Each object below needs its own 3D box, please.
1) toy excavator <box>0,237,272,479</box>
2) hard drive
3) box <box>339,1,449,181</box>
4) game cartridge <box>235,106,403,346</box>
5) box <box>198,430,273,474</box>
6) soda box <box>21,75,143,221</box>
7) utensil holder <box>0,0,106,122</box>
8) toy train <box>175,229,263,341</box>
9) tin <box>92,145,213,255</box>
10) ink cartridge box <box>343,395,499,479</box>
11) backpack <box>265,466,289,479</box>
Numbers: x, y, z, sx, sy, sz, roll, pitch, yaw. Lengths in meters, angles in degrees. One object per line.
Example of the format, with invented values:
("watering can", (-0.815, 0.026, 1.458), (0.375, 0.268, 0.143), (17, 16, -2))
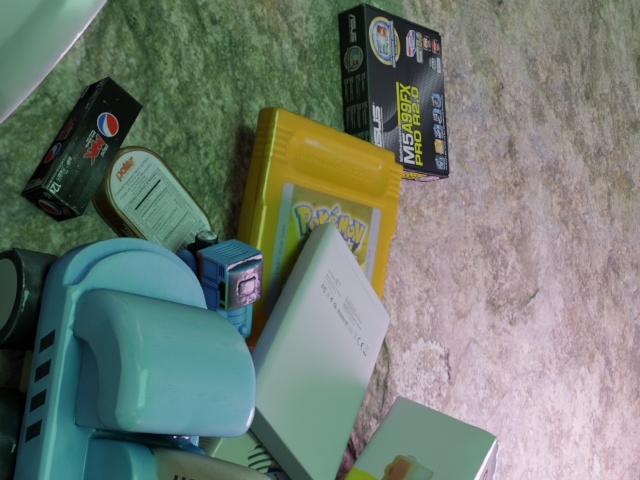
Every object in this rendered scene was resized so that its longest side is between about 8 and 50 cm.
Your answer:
("toy excavator", (-0.145, 0.199, 0.754), (0.222, 0.445, 0.433), (18, 70, -43))
("hard drive", (0.000, 0.152, 1.081), (0.203, 0.040, 0.308), (58, 39, -30))
("box", (0.130, -0.244, 1.402), (0.216, 0.060, 0.270), (5, 80, -46))
("game cartridge", (0.000, 0.000, 1.189), (0.285, 0.052, 0.324), (13, 86, -45))
("box", (-0.165, 0.321, 0.958), (0.094, 0.113, 0.275), (53, 51, -29))
("soda box", (-0.275, -0.107, 0.955), (0.060, 0.053, 0.169), (42, 56, -34))
("utensil holder", (-0.384, -0.313, 0.683), (0.385, 0.327, 0.328), (39, 57, -34))
("toy train", (-0.128, 0.081, 1.014), (0.080, 0.105, 0.184), (-18, 122, -45))
("tin", (-0.207, -0.035, 1.030), (0.190, 0.040, 0.106), (53, 46, -27))
("ink cartridge box", (0.082, 0.445, 1.085), (0.385, 0.160, 0.279), (-47, 147, -40))
("backpack", (-0.067, 0.343, 1.066), (0.114, 0.105, 0.084), (9, 54, -45))
